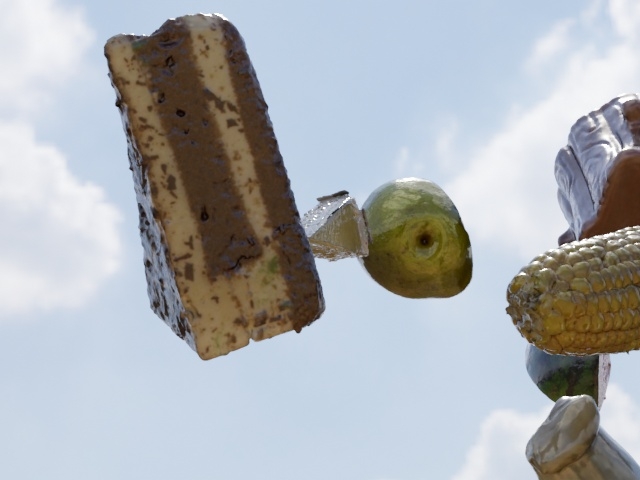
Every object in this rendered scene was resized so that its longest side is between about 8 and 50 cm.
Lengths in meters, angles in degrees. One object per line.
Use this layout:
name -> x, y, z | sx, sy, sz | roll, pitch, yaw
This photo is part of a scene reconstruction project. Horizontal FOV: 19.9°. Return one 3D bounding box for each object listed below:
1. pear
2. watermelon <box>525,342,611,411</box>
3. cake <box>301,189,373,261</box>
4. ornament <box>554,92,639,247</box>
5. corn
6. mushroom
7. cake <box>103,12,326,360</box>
pear -> 0.090, 0.005, 1.920 | 0.104, 0.141, 0.141 | -23, -16, -14
watermelon -> 0.291, 0.145, 2.020 | 0.094, 0.135, 0.125 | 19, -41, -42
cake -> 0.000, 0.000, 1.673 | 0.052, 0.065, 0.121 | -10, 11, 27
ornament -> 0.348, -0.032, 1.933 | 0.221, 0.217, 0.235 | -43, -69, 15
corn -> 0.268, 0.033, 1.387 | 0.313, 0.102, 0.102 | -15, -10, -36
mushroom -> 0.250, 0.282, 1.484 | 0.109, 0.351, 0.097 | -30, 20, -32
cake -> -0.072, -0.031, 1.329 | 0.112, 0.135, 0.246 | -18, -54, -16
